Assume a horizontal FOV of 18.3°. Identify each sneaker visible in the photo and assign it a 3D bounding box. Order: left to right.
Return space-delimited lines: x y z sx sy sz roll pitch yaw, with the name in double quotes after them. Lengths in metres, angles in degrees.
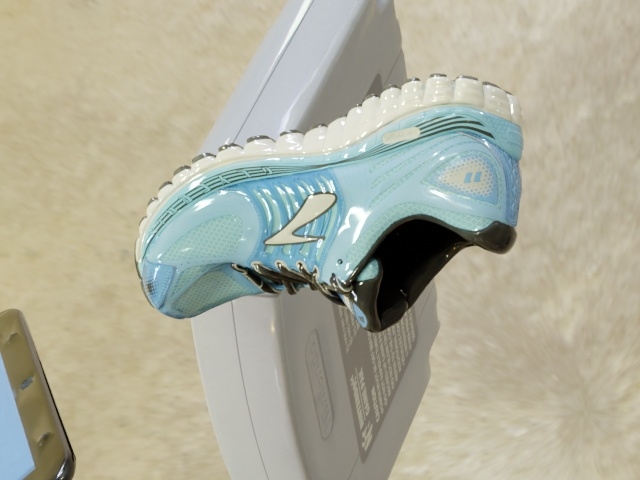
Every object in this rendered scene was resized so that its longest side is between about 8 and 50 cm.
0.000 0.000 0.701 0.162 0.063 0.073 -23 65 32 "sneaker"

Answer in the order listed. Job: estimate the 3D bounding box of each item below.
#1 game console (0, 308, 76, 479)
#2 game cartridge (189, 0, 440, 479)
-0.144 0.058 0.528 0.124 0.144 0.085 18 99 -18 "game console"
0.000 0.023 1.027 0.062 0.297 0.198 13 48 22 "game cartridge"
